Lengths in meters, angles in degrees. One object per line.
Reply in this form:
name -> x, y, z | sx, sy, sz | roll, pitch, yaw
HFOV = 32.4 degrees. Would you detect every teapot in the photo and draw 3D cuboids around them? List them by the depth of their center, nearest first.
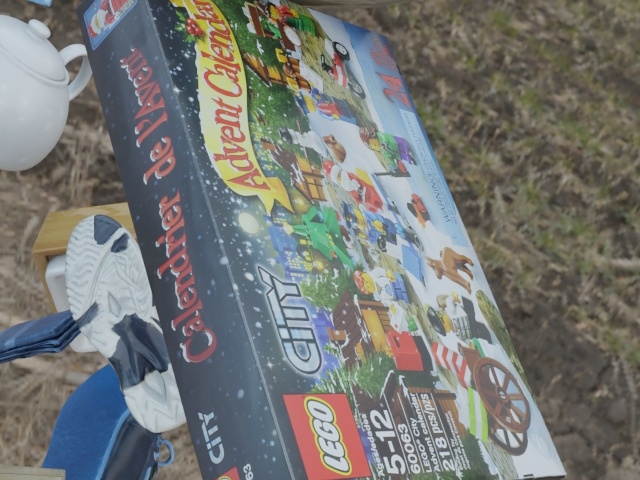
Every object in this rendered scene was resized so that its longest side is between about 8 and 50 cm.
teapot -> -0.446, -0.234, 1.561 | 0.252, 0.187, 0.256 | 36, 15, -28

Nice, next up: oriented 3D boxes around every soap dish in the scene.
soap dish -> -0.298, 0.053, 1.671 | 0.228, 0.291, 0.118 | -8, 59, -7

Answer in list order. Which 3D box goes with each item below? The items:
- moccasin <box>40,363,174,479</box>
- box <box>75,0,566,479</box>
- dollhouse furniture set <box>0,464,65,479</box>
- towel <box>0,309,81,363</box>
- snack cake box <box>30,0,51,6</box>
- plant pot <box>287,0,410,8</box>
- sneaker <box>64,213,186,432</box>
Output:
moccasin -> -0.259, 0.261, 1.316 | 0.137, 0.117, 0.342 | -10, 24, 18
box -> 0.000, 0.000, 0.456 | 0.159, 0.044, 0.233 | 8, 54, -46
dollhouse furniture set -> -0.376, 0.248, 0.985 | 0.242, 0.161, 0.212 | -1, 76, 9
towel -> -0.314, 0.107, 1.208 | 0.029, 0.119, 0.067 | 65, 31, -14
snack cake box -> -0.443, -0.497, 1.619 | 0.152, 0.264, 0.089 | 9, 17, -39
plant pot -> -0.068, -0.234, 0.490 | 0.190, 0.284, 0.284 | -14, 53, -20
sneaker -> -0.193, 0.079, 1.187 | 0.094, 0.153, 0.235 | -30, 95, 3
